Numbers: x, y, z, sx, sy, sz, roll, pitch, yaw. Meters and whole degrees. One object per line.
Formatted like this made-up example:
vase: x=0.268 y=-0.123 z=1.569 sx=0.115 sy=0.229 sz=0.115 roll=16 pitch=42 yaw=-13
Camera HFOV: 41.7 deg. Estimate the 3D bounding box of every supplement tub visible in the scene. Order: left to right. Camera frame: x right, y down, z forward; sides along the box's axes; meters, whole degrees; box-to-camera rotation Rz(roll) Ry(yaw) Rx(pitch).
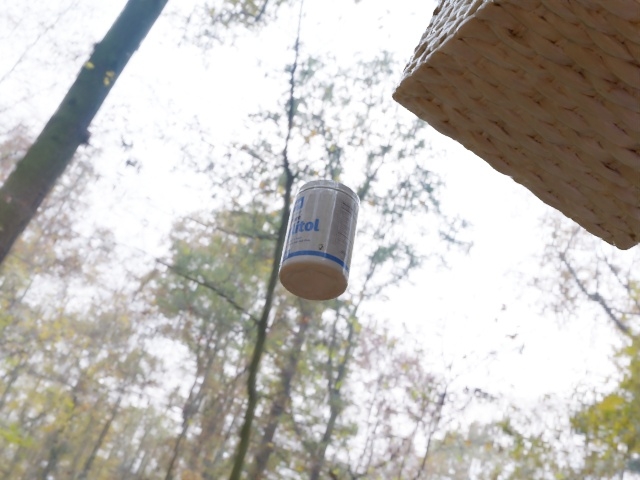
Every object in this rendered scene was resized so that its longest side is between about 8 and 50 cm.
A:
supplement tub: x=0.000 y=0.000 z=0.845 sx=0.071 sy=0.107 sz=0.071 roll=6 pitch=-35 yaw=4

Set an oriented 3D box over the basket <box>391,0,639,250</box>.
basket: x=0.292 y=-0.205 z=0.778 sx=0.331 sy=0.266 sz=0.328 roll=34 pitch=-21 yaw=-9
